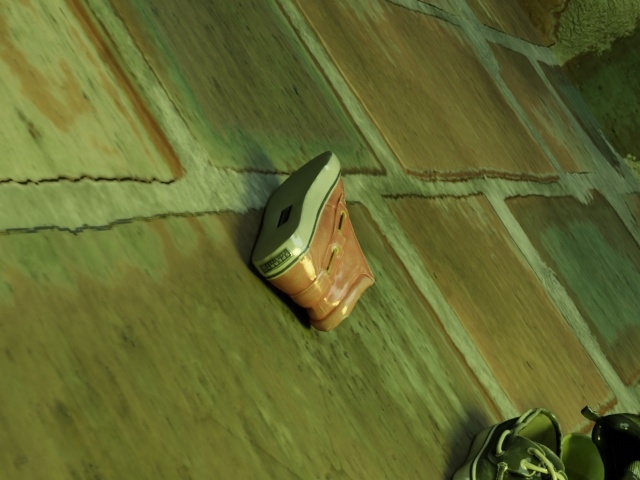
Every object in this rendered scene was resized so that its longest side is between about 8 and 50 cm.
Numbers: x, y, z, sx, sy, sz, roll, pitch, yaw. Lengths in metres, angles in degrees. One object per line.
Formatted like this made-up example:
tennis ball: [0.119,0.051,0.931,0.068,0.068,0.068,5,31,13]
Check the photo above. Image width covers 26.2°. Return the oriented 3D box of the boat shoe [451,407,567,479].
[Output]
boat shoe: [0.158,0.191,1.114,0.078,0.070,0.219,52,19,-6]

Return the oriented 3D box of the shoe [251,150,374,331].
shoe: [0.000,0.000,1.081,0.081,0.063,0.178,50,25,-17]

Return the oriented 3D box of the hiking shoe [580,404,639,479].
hiking shoe: [0.304,0.252,1.248,0.114,0.086,0.227,14,37,-34]

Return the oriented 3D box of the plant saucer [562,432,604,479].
plant saucer: [0.283,0.292,1.279,0.241,0.037,0.241,42,23,-23]
